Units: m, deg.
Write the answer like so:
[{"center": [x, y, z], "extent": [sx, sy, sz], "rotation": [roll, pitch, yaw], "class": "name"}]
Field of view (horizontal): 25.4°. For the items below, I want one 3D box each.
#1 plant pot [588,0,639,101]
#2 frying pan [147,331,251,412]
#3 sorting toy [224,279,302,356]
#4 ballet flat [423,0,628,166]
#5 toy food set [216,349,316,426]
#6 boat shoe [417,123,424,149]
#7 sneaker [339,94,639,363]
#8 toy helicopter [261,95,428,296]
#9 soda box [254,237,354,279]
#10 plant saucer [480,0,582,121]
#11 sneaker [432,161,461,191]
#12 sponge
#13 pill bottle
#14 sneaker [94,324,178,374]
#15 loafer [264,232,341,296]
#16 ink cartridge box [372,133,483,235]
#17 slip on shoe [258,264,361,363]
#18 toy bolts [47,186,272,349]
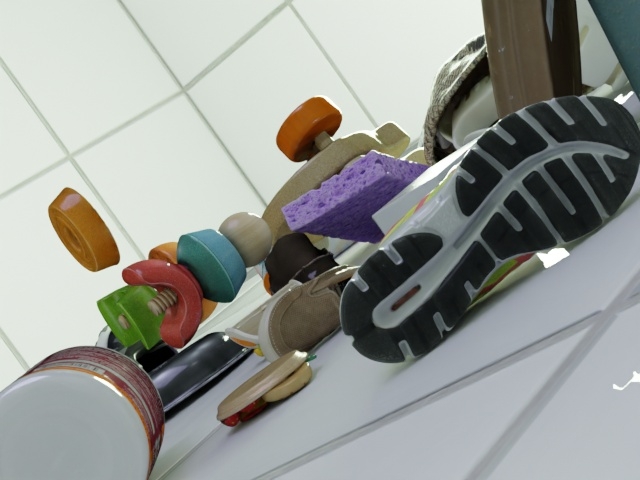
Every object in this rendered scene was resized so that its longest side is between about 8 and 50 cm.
[{"center": [0.308, -0.282, 1.016], "extent": [0.248, 0.252, 0.247], "rotation": [-37, 3, -36], "class": "plant pot"}, {"center": [-0.194, 0.180, 1.423], "extent": [0.326, 0.053, 0.197], "rotation": [-34, 0, -43], "class": "frying pan"}, {"center": [-0.033, 0.075, 1.297], "extent": [0.083, 0.045, 0.075], "rotation": [-37, 10, -23], "class": "sorting toy"}, {"center": [0.247, -0.191, 1.462], "extent": [0.483, 0.164, 0.182], "rotation": [-44, 19, 55], "class": "ballet flat"}, {"center": [-0.039, 0.106, 1.019], "extent": [0.083, 0.020, 0.082], "rotation": [-35, 3, 11], "class": "toy food set"}, {"center": [0.192, -0.154, 2.148], "extent": [0.076, 0.083, 0.226], "rotation": [-48, -7, -7], "class": "boat shoe"}, {"center": [0.094, -0.013, 0.832], "extent": [0.208, 0.081, 0.094], "rotation": [-36, 1, -1], "class": "sneaker"}, {"center": [0.044, -0.051, 1.745], "extent": [0.235, 0.140, 0.355], "rotation": [-54, -20, 25], "class": "toy helicopter"}, {"center": [0.000, 0.000, 1.914], "extent": [0.183, 0.058, 0.063], "rotation": [-37, 3, -18], "class": "soda box"}, {"center": [0.162, -0.171, 1.065], "extent": [0.041, 0.278, 0.278], "rotation": [-4, 13, 17], "class": "plant saucer"}, {"center": [0.089, -0.013, 1.100], "extent": [0.075, 0.057, 0.161], "rotation": [-28, 8, 23], "class": "sneaker"}, {"center": [0.058, -0.042, 1.490], "extent": [0.117, 0.031, 0.210], "rotation": [-33, -17, 21], "class": "sponge"}, {"center": [-0.178, 0.142, 1.049], "extent": [0.121, 0.121, 0.221], "rotation": [-36, 3, 0], "class": "pill bottle"}, {"center": [-0.209, 0.155, 1.692], "extent": [0.124, 0.107, 0.283], "rotation": [-19, 11, 16], "class": "sneaker"}, {"center": [-0.026, 0.034, 1.444], "extent": [0.080, 0.078, 0.220], "rotation": [-36, 3, -8], "class": "loafer"}, {"center": [0.117, -0.044, 1.324], "extent": [0.088, 0.052, 0.122], "rotation": [-33, 5, 39], "class": "ink cartridge box"}, {"center": [0.001, 0.056, 1.149], "extent": [0.041, 0.051, 0.135], "rotation": [-18, 8, 40], "class": "slip on shoe"}, {"center": [-0.160, 0.005, 1.540], "extent": [0.158, 0.218, 0.228], "rotation": [-37, 18, -23], "class": "toy bolts"}]
